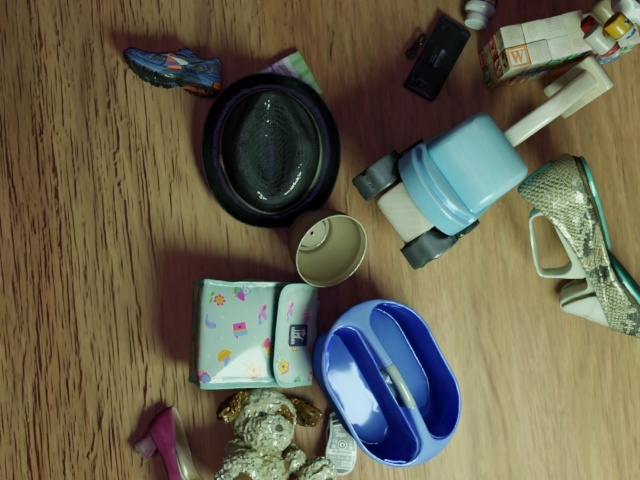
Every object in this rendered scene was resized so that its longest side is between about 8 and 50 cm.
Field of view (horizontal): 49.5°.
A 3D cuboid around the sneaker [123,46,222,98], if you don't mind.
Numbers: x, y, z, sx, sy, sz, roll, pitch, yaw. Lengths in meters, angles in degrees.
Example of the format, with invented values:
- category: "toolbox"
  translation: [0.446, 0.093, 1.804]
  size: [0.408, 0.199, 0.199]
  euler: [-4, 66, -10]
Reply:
- category: "sneaker"
  translation: [-0.312, -0.374, 1.491]
  size: [0.221, 0.083, 0.087]
  euler: [16, 74, -6]

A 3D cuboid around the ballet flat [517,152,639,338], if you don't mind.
- category: "ballet flat"
  translation: [0.543, 0.045, 1.433]
  size: [0.182, 0.164, 0.483]
  euler: [-27, 112, 20]

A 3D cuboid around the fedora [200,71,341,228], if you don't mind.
- category: "fedora"
  translation: [-0.099, -0.189, 1.430]
  size: [0.334, 0.152, 0.334]
  euler: [0, 93, -6]

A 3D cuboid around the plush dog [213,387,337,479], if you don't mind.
- category: "plush dog"
  translation: [-0.114, 0.418, 1.425]
  size: [0.262, 0.210, 0.225]
  euler: [13, 71, -29]

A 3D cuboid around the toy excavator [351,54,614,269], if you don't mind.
- category: "toy excavator"
  translation: [0.350, -0.180, 1.383]
  size: [0.445, 0.433, 0.222]
  euler: [-35, 88, 34]

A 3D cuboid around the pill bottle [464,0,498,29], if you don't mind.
- category: "pill bottle"
  translation: [0.354, -0.527, 1.515]
  size: [0.067, 0.067, 0.120]
  euler: [16, 87, -1]

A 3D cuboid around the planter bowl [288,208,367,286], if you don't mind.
- category: "planter bowl"
  translation: [0.000, 0.000, 1.443]
  size: [0.162, 0.109, 0.162]
  euler: [-14, 122, -23]

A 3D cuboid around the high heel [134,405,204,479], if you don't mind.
- category: "high heel"
  translation: [-0.269, 0.463, 1.446]
  size: [0.244, 0.082, 0.117]
  euler: [44, 97, 13]

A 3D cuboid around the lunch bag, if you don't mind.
- category: "lunch bag"
  translation: [-0.129, 0.191, 1.426]
  size: [0.262, 0.160, 0.223]
  euler: [5, 83, -18]

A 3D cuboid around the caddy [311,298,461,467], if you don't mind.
- category: "caddy"
  translation: [0.132, 0.281, 1.390]
  size: [0.241, 0.179, 0.341]
  euler: [-30, 94, -16]

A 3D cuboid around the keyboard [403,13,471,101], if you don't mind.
- category: "keyboard"
  translation: [0.245, -0.408, 1.530]
  size: [0.108, 0.023, 0.180]
  euler: [30, 86, -7]

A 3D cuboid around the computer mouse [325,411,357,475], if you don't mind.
- category: "computer mouse"
  translation: [0.044, 0.399, 1.479]
  size: [0.106, 0.042, 0.193]
  euler: [8, 82, -6]

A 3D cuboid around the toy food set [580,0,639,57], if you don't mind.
- category: "toy food set"
  translation: [0.575, -0.410, 1.327]
  size: [0.104, 0.232, 0.111]
  euler: [39, 131, -11]

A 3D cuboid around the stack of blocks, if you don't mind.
- category: "stack of blocks"
  translation: [0.506, -0.410, 1.464]
  size: [0.297, 0.171, 0.087]
  euler: [-13, 88, -3]

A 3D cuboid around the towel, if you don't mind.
- category: "towel"
  translation: [-0.086, -0.332, 1.518]
  size: [0.152, 0.023, 0.113]
  euler: [-28, 91, -5]
